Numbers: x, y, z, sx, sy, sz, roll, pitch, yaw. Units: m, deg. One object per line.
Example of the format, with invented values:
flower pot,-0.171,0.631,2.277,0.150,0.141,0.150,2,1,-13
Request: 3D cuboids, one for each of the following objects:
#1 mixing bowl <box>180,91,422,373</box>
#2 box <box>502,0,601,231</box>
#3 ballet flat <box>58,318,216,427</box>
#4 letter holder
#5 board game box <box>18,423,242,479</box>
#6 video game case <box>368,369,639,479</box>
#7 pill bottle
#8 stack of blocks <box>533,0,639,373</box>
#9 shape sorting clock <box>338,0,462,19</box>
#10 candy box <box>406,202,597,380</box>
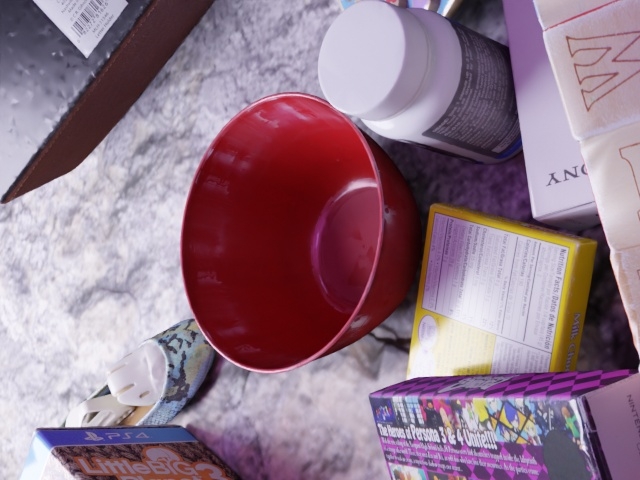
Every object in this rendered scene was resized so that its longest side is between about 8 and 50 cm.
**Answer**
mixing bowl,0.000,0.000,0.674,0.181,0.098,0.181,-9,77,41
box,0.205,-0.186,0.544,0.232,0.058,0.322,-17,74,40
ballet flat,-0.159,0.131,0.823,0.188,0.070,0.070,-47,55,26
letter holder,-0.188,-0.207,0.865,0.152,0.214,0.302,46,117,2
board game box,-0.107,0.301,0.695,0.291,0.141,0.232,32,105,41
video game case,0.108,0.167,0.479,0.232,0.042,0.210,153,99,-71
pill bottle,0.067,-0.094,0.600,0.078,0.137,0.078,-8,78,41
stack of blocks,0.192,0.002,0.401,0.087,0.171,0.297,-17,88,39
shape sorting clock,0.051,-0.228,0.662,0.206,0.040,0.206,-6,83,64
candy box,0.097,0.088,0.596,0.105,0.027,0.206,18,106,41
